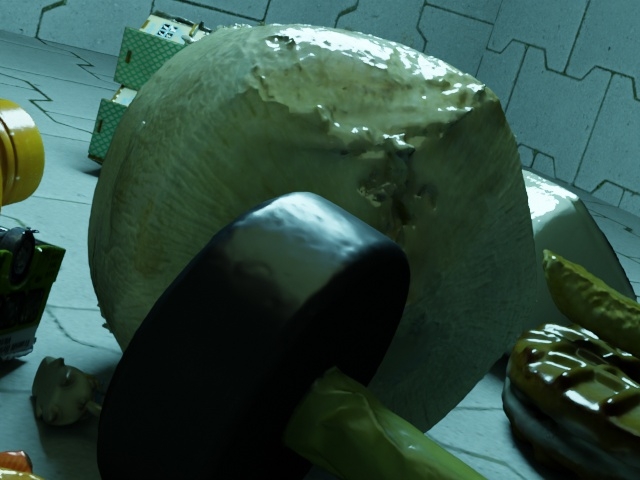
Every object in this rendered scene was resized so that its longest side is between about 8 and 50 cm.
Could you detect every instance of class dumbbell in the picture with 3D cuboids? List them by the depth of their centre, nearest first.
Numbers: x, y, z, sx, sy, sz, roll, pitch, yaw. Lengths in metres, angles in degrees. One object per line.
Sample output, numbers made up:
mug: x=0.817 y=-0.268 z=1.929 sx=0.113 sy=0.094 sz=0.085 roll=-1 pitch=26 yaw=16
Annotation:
dumbbell: x=0.063 y=0.134 z=0.570 sx=0.322 sy=0.203 sz=0.204 roll=33 pitch=17 yaw=19

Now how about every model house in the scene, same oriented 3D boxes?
model house: x=-0.224 y=-0.165 z=1.603 sx=0.178 sy=0.271 sz=0.206 roll=22 pitch=49 yaw=6

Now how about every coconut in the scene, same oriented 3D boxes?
coconut: x=0.000 y=0.000 z=0.869 sx=0.346 sy=0.346 sz=0.360 roll=11 pitch=13 yaw=-27

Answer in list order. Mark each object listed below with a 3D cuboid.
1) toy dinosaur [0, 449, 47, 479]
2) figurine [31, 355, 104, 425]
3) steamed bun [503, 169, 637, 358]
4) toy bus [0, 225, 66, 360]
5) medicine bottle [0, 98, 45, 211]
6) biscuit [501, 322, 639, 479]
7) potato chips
toy dinosaur: x=-0.218 y=0.144 z=0.565 sx=0.288 sy=0.070 sz=0.117 roll=3 pitch=21 yaw=-38
figurine: x=-0.180 y=0.114 z=0.812 sx=0.051 sy=0.047 sz=0.083 roll=28 pitch=0 yaw=-26
steamed bun: x=0.244 y=0.052 z=1.275 sx=0.241 sy=0.164 sz=0.146 roll=52 pitch=-9 yaw=-36
toy bus: x=-0.283 y=0.045 z=0.760 sx=0.113 sy=0.139 sz=0.302 roll=20 pitch=5 yaw=8
medicine bottle: x=-0.355 y=-0.061 z=0.964 sx=0.112 sy=0.149 sz=0.222 roll=-5 pitch=10 yaw=31
biscuit: x=0.329 y=0.178 z=1.058 sx=0.332 sy=0.103 sz=0.332 roll=16 pitch=12 yaw=-4
potato chips: x=0.388 y=0.110 z=1.029 sx=0.407 sy=0.080 sz=0.057 roll=20 pitch=-3 yaw=17
